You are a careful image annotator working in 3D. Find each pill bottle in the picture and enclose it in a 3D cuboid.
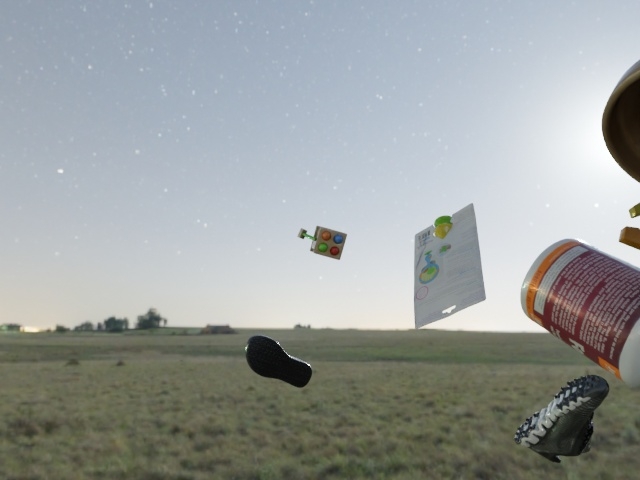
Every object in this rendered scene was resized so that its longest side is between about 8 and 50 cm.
[{"bbox_3d":[0.643,0.168,1.192,0.224,0.224,0.392,6,20,-31],"label":"pill bottle"}]

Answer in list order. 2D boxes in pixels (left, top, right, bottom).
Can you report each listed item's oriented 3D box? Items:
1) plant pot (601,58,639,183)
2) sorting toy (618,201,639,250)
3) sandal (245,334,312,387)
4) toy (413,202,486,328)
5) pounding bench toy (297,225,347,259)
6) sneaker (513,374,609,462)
[{"bbox_3d":[0.438,-0.142,0.594,0.237,0.109,0.237,28,-20,11],"label":"plant pot"},{"bbox_3d":[0.735,0.002,1.088,0.307,0.229,0.041,23,-24,6],"label":"sorting toy"},{"bbox_3d":[-0.085,0.229,1.061,0.040,0.067,0.179,18,-18,46],"label":"sandal"},{"bbox_3d":[0.237,0.051,1.015,0.137,0.237,0.056,-31,-55,32],"label":"toy"},{"bbox_3d":[0.000,0.000,1.060,0.083,0.052,0.065,16,1,-8],"label":"pounding bench toy"},{"bbox_3d":[0.469,0.337,1.043,0.078,0.106,0.234,-40,-17,-50],"label":"sneaker"}]
